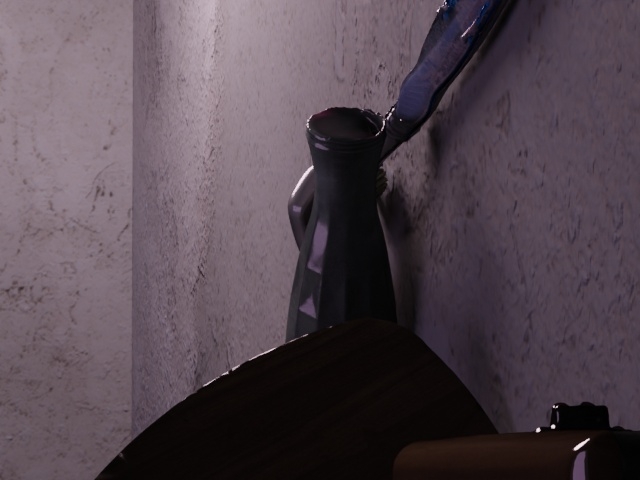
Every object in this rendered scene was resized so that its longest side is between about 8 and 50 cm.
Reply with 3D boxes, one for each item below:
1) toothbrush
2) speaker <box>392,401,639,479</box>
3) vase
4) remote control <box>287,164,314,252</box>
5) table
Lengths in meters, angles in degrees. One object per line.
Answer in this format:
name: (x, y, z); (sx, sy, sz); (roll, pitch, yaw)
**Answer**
toothbrush: (0.070, -0.104, 1.208); (0.035, 0.042, 0.413); (49, 157, 8)
speaker: (0.133, 0.157, 0.685); (0.231, 0.153, 0.192); (152, 118, -75)
vase: (0.016, 0.008, 1.275); (0.086, 0.086, 0.214); (-111, 18, -57)
remote control: (0.000, 0.000, 1.372); (0.050, 0.027, 0.184); (-58, -21, -21)
table: (0.013, 0.272, 1.105); (0.249, 0.317, 0.317); (85, 175, -48)
